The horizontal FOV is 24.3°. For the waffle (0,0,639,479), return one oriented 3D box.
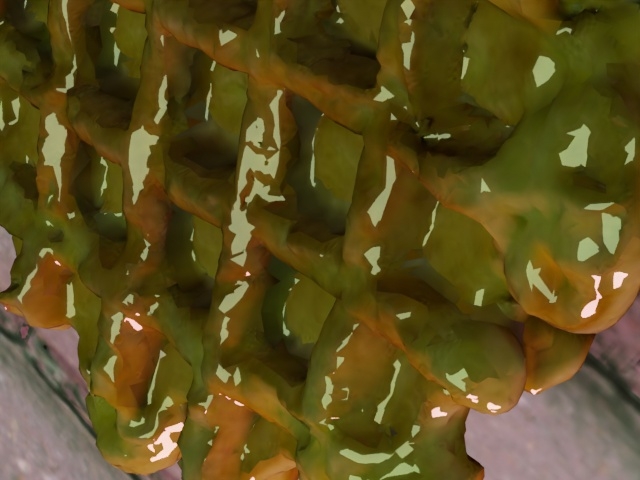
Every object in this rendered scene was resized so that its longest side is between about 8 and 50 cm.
[{"bbox_3d":[-0.019,-0.074,0.416,0.302,0.068,0.325,-32,78,47],"label":"waffle"}]
